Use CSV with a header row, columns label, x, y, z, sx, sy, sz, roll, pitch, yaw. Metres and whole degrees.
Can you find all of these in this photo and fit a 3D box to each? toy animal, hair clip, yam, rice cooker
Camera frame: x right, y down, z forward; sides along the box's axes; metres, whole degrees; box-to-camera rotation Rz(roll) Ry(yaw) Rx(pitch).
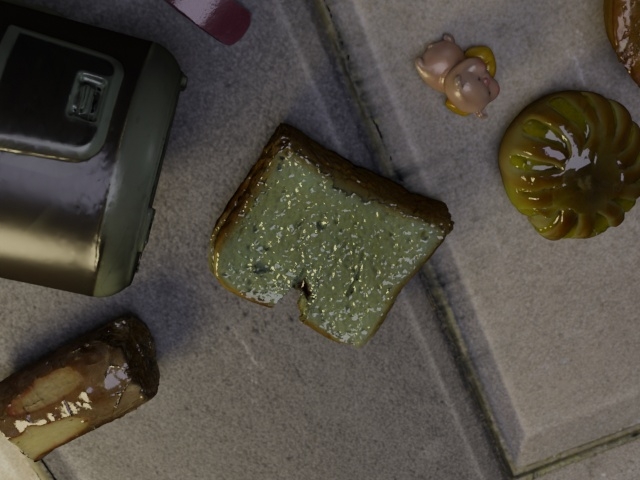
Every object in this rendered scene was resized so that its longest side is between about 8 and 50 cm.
label,x,y,z,sx,sy,sz,roll,pitch,yaw
toy animal,0.186,-0.213,1.206,0.091,0.082,0.114,-42,109,12
hair clip,-0.150,-0.300,1.176,0.137,0.022,0.054,35,104,-18
yam,-0.344,0.212,1.334,0.238,0.129,0.128,-27,78,7
rice cooker,-0.341,-0.115,1.086,0.326,0.335,0.335,14,112,-9

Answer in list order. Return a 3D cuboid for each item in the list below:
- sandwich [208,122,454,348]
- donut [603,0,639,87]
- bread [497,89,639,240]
label,x,y,z,sx,sy,sz,roll,pitch,yaw
sandwich,0.000,0.001,1.281,0.273,0.095,0.249,26,113,-16
donut,0.486,-0.302,1.175,0.278,0.108,0.277,-1,114,-3
bread,0.345,-0.097,1.260,0.214,0.104,0.213,-2,111,-5
